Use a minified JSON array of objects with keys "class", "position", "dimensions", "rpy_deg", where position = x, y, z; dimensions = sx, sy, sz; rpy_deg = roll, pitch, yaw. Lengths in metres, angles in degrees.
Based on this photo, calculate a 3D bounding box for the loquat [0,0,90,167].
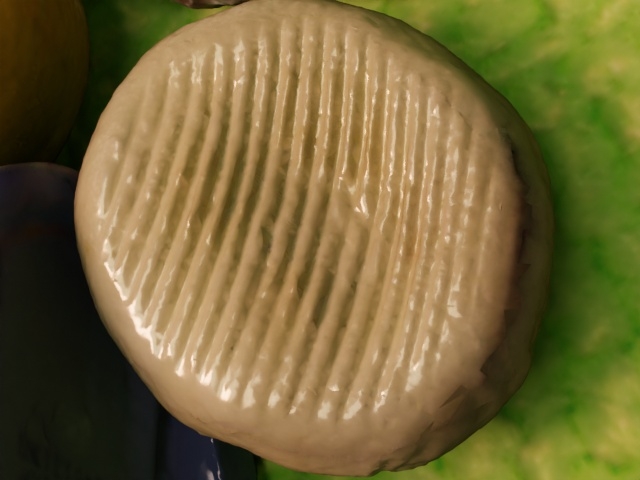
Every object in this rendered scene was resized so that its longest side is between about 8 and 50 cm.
[{"class":"loquat","position":[-0.233,-0.125,0.632],"dimensions":[0.213,0.213,0.246],"rpy_deg":[1,92,28]}]

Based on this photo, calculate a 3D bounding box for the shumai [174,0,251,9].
[{"class":"shumai","position":[-0.069,-0.266,0.525],"dimensions":[0.309,0.263,0.304],"rpy_deg":[-43,65,18]}]

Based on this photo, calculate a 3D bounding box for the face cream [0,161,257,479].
[{"class":"face cream","position":[-0.183,0.103,0.554],"dimensions":[0.225,0.249,0.249],"rpy_deg":[-19,76,24]}]

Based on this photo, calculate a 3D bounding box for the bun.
[{"class":"bun","position":[0.000,0.000,0.535],"dimensions":[0.222,0.127,0.222],"rpy_deg":[-1,79,3]}]
